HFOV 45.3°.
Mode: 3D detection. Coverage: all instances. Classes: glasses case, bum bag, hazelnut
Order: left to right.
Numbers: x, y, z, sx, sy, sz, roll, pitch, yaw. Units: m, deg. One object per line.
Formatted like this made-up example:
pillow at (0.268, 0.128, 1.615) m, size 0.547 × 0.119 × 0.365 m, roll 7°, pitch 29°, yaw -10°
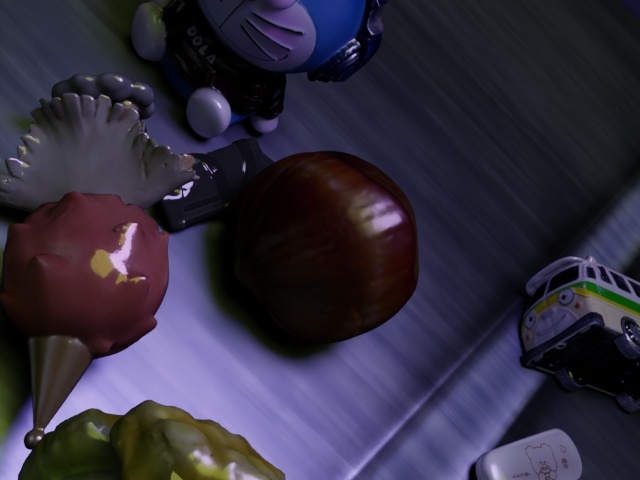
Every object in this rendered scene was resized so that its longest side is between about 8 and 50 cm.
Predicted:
bum bag at (-0.125, -0.073, 0.940) m, size 0.198 × 0.049 × 0.087 m, roll -24°, pitch 101°, yaw -47°
hazelnut at (0.000, 0.000, 0.889) m, size 0.229 × 0.229 × 0.229 m, roll 22°, pitch 48°, yaw -27°
glasses case at (0.274, 0.295, 0.996) m, size 0.193 × 0.049 × 0.074 m, roll -1°, pitch 61°, yaw -42°

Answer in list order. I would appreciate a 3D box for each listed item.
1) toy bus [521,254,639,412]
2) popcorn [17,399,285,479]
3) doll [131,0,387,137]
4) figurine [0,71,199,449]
toy bus at (0.456, 0.140, 1.195) m, size 0.305 × 0.143 × 0.179 m, roll 21°, pitch 46°, yaw -26°
popcorn at (-0.135, 0.277, 0.503) m, size 0.274 × 0.335 × 0.279 m, roll 28°, pitch 5°, yaw -41°
doll at (-0.067, -0.299, 0.959) m, size 0.284 × 0.310 × 0.240 m, roll 46°, pitch 40°, yaw -3°
figurine at (-0.216, 0.006, 0.735) m, size 0.207 × 0.166 × 0.387 m, roll -5°, pitch 60°, yaw -3°
